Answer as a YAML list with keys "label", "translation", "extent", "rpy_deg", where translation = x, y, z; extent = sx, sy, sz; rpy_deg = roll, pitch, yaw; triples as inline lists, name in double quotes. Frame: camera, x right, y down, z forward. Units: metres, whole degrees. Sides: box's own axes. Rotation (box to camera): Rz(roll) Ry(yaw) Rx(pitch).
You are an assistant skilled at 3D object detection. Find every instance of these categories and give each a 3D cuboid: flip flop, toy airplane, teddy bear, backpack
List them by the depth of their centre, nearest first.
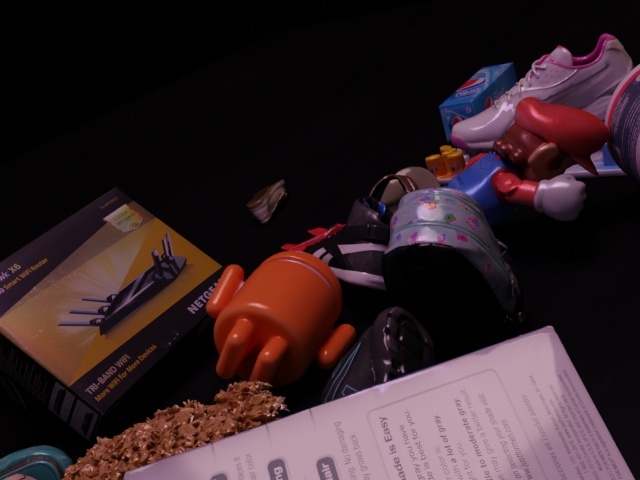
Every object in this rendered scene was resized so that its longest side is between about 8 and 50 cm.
- label: "teddy bear"
  translation: [-0.185, 0.227, 0.773]
  extent: [0.338, 0.113, 0.245]
  rpy_deg: [-25, 12, 2]
- label: "backpack"
  translation: [0.139, 0.030, 0.894]
  extent: [0.152, 0.182, 0.115]
  rpy_deg: [-12, 47, 26]
- label: "flip flop"
  translation: [0.117, -0.059, 1.270]
  extent: [0.112, 0.080, 0.277]
  rpy_deg: [-5, 26, 31]
- label: "toy airplane"
  translation: [0.000, 0.000, 1.298]
  extent: [0.151, 0.028, 0.151]
  rpy_deg: [-16, 23, 7]

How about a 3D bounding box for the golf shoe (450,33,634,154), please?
- label: "golf shoe"
  translation: [0.352, -0.235, 1.282]
  extent: [0.306, 0.140, 0.115]
  rpy_deg: [-16, 24, 11]

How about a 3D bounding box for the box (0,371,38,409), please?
- label: "box"
  translation: [-0.455, 0.144, 1.166]
  extent: [0.093, 0.156, 0.158]
  rpy_deg: [-34, 26, -34]

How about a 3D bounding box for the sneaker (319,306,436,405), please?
- label: "sneaker"
  translation: [0.052, 0.182, 0.785]
  extent: [0.106, 0.101, 0.267]
  rpy_deg: [-38, 16, 31]

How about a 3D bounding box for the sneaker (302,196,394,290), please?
- label: "sneaker"
  translation: [0.046, -0.003, 1.108]
  extent: [0.079, 0.121, 0.217]
  rpy_deg: [14, -1, -27]

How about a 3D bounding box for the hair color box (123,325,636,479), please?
- label: "hair color box"
  translation: [0.045, 0.210, 0.587]
  extent: [0.347, 0.105, 0.174]
  rpy_deg: [-19, 52, 0]

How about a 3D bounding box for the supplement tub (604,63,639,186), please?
- label: "supplement tub"
  translation: [0.477, -0.118, 0.967]
  extent: [0.191, 0.191, 0.272]
  rpy_deg: [-16, 22, 8]

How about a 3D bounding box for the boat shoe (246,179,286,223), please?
- label: "boat shoe"
  translation: [-0.098, -0.077, 1.550]
  extent: [0.056, 0.048, 0.153]
  rpy_deg: [-25, 13, 18]

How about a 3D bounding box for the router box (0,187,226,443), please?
- label: "router box"
  translation: [-0.294, 0.086, 1.082]
  extent: [0.309, 0.243, 0.081]
  rpy_deg: [-47, -10, -48]

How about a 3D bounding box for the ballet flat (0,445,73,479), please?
- label: "ballet flat"
  translation: [-0.389, 0.297, 0.884]
  extent: [0.247, 0.083, 0.087]
  rpy_deg: [-21, -2, -4]

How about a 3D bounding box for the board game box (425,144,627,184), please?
- label: "board game box"
  translation: [0.435, -0.212, 1.408]
  extent: [0.390, 0.050, 0.390]
  rpy_deg: [0, 29, 39]

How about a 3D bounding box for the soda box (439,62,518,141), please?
- label: "soda box"
  translation: [0.297, -0.258, 1.464]
  extent: [0.067, 0.071, 0.210]
  rpy_deg: [-2, 28, 37]

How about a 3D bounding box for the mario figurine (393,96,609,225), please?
- label: "mario figurine"
  translation: [0.257, -0.054, 1.090]
  extent: [0.320, 0.170, 0.198]
  rpy_deg: [-36, 56, 12]

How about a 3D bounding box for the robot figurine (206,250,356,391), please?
- label: "robot figurine"
  translation: [-0.051, 0.094, 0.989]
  extent: [0.158, 0.128, 0.219]
  rpy_deg: [-7, 25, 27]
